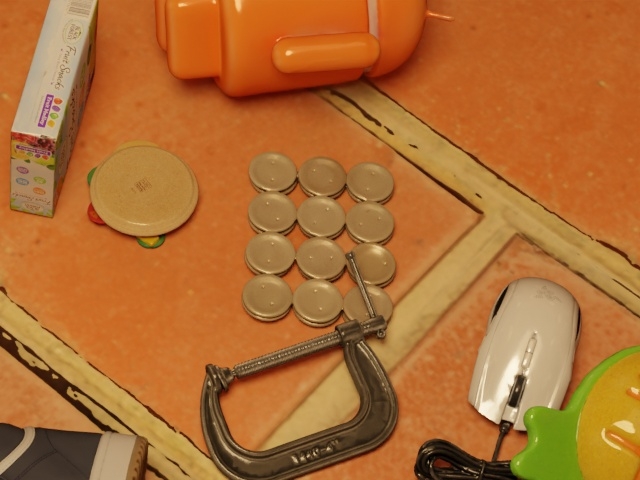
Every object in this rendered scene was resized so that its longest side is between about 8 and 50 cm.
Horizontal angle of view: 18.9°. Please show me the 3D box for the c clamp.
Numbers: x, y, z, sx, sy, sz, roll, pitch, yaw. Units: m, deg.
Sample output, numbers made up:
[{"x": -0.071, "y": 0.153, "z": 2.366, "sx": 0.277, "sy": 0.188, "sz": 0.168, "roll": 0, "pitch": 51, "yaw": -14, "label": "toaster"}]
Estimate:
[{"x": -0.017, "y": 0.098, "z": 1.345, "sx": 0.161, "sy": 0.022, "sz": 0.137, "roll": -23, "pitch": 74, "yaw": -18, "label": "c clamp"}]

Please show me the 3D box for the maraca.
[{"x": 0.207, "y": 0.141, "z": 1.293, "sx": 0.186, "sy": 0.099, "sz": 0.127, "roll": -20, "pitch": 90, "yaw": -29, "label": "maraca"}]

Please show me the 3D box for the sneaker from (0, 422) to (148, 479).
[{"x": -0.202, "y": 0.202, "z": 1.172, "sx": 0.153, "sy": 0.099, "sz": 0.282, "roll": 10, "pitch": 27, "yaw": 1, "label": "sneaker"}]

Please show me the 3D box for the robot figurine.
[{"x": -0.015, "y": -0.180, "z": 1.464, "sx": 0.219, "sy": 0.158, "sz": 0.128, "roll": -8, "pitch": 88, "yaw": -12, "label": "robot figurine"}]

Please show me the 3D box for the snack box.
[{"x": -0.195, "y": -0.103, "z": 1.408, "sx": 0.037, "sy": 0.100, "sz": 0.141, "roll": 11, "pitch": 56, "yaw": -1, "label": "snack box"}]

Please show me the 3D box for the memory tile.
[{"x": 0.000, "y": 0.000, "z": 1.418, "sx": 0.113, "sy": 0.012, "sz": 0.148, "roll": 5, "pitch": 56, "yaw": -4, "label": "memory tile"}]

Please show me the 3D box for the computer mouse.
[{"x": 0.139, "y": 0.097, "z": 1.355, "sx": 0.106, "sy": 0.042, "sz": 0.193, "roll": 16, "pitch": 57, "yaw": 4, "label": "computer mouse"}]

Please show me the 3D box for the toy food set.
[{"x": -0.132, "y": -0.036, "z": 1.420, "sx": 0.083, "sy": 0.020, "sz": 0.082, "roll": 34, "pitch": 60, "yaw": 14, "label": "toy food set"}]
